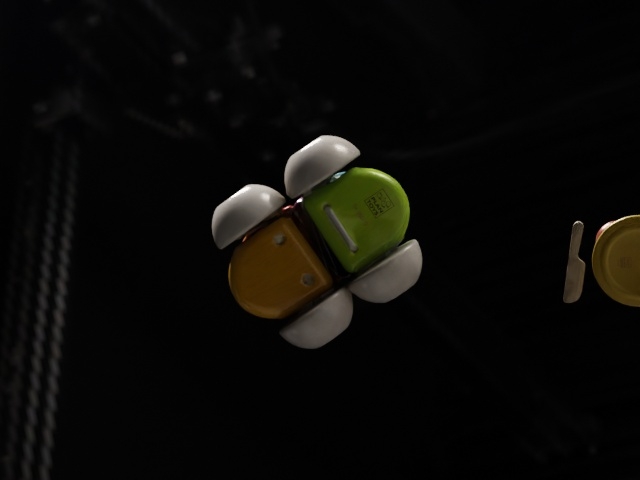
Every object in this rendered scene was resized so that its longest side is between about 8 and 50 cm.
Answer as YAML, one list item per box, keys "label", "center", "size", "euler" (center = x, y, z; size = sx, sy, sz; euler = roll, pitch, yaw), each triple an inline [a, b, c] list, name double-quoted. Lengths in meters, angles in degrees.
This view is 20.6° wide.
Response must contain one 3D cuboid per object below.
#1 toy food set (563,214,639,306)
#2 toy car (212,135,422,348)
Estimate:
- label: "toy food set"
  center: [0.445, 0.022, 2.422]
  size: [0.071, 0.217, 0.128]
  euler: [-49, -42, -75]
- label: "toy car"
  center: [0.000, 0.000, 1.623]
  size: [0.159, 0.182, 0.136]
  euler: [56, -174, -1]
